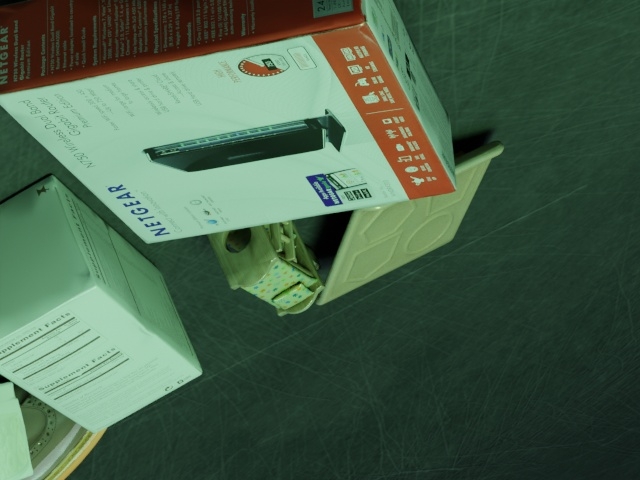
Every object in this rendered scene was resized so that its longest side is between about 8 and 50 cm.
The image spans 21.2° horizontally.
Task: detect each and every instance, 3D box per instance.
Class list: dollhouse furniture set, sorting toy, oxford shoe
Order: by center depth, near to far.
[{"bbox_3d":[0.000,0.000,1.767,0.161,0.101,0.182,-34,150,14],"label":"dollhouse furniture set"},{"bbox_3d":[-0.384,0.223,1.811,0.363,0.130,0.133,-30,143,6],"label":"oxford shoe"},{"bbox_3d":[0.089,-0.023,1.842,0.193,0.038,0.208,-25,159,-30],"label":"sorting toy"}]

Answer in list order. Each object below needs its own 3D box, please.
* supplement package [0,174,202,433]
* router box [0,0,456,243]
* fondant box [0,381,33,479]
[{"bbox_3d":[-0.239,0.067,1.650,0.134,0.139,0.244,-30,149,7],"label":"supplement package"},{"bbox_3d":[-0.067,-0.113,1.431,0.301,0.082,0.335,-10,157,14],"label":"router box"},{"bbox_3d":[-0.457,0.213,1.509,0.330,0.096,0.238,-14,178,16],"label":"fondant box"}]
